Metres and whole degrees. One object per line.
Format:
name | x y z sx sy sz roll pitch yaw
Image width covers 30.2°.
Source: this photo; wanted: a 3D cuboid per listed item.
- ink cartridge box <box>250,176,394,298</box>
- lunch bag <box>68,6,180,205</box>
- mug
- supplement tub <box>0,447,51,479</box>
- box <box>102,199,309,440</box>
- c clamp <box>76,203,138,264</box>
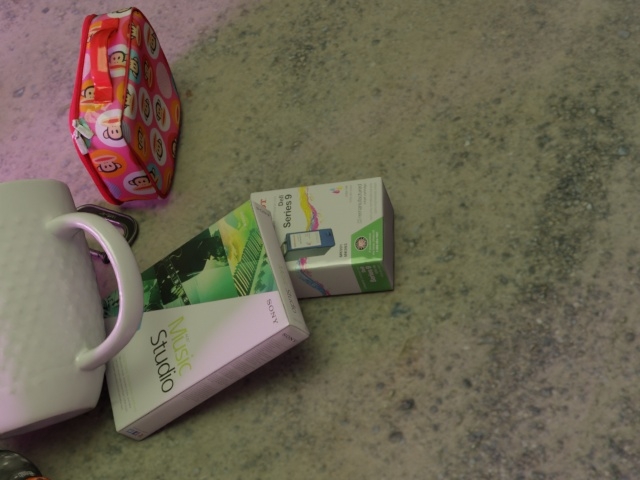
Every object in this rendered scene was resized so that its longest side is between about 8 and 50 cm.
ink cartridge box | 0.000 0.000 1.805 0.212 0.093 0.154 -7 57 14
lunch bag | -0.322 -0.230 1.941 0.120 0.258 0.293 -7 56 10
mug | -0.412 0.095 1.697 0.374 0.276 0.328 -22 81 26
supplement tub | -0.526 0.369 1.633 0.338 0.207 0.207 12 61 22
box | -0.184 0.116 1.735 0.322 0.058 0.232 -32 53 17
c clamp | -0.384 0.000 1.954 0.161 0.022 0.137 11 56 23
